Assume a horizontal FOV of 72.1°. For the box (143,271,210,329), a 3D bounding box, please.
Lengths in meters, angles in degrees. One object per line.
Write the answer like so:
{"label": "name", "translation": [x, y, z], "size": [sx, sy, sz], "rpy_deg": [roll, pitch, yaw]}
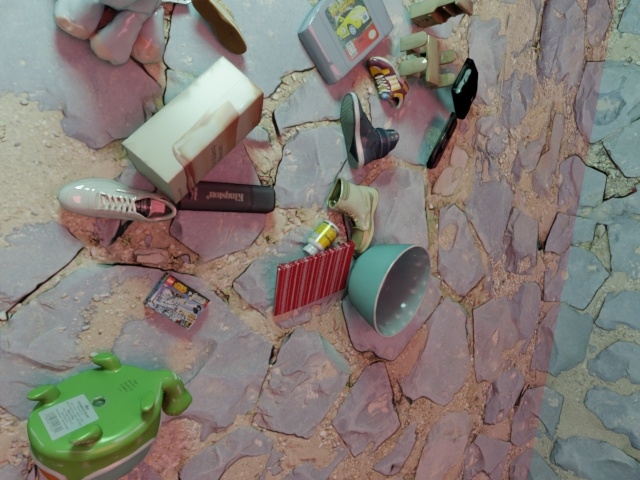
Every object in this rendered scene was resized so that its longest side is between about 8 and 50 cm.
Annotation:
{"label": "box", "translation": [-0.360, 0.154, 1.109], "size": [0.137, 0.027, 0.094], "rpy_deg": [44, 76, -35]}

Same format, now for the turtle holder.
{"label": "turtle holder", "translation": [-0.469, 0.400, 0.985], "size": [0.320, 0.243, 0.227], "rpy_deg": [-55, 157, -63]}

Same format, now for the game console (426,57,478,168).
{"label": "game console", "translation": [0.451, -0.421, 1.516], "size": [0.361, 0.044, 0.213], "rpy_deg": [-64, 157, 1]}

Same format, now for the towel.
{"label": "towel", "translation": [-0.019, 0.111, 1.311], "size": [0.275, 0.031, 0.198], "rpy_deg": [-18, 134, -32]}

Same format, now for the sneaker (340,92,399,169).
{"label": "sneaker", "translation": [0.152, -0.346, 1.326], "size": [0.163, 0.086, 0.226], "rpy_deg": [-22, 123, -19]}

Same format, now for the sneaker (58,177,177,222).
{"label": "sneaker", "translation": [-0.435, -0.084, 0.960], "size": [0.235, 0.095, 0.090], "rpy_deg": [3, 100, -35]}

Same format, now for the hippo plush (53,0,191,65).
{"label": "hippo plush", "translation": [-0.349, -0.473, 0.845], "size": [0.294, 0.237, 0.234], "rpy_deg": [-28, 115, -28]}

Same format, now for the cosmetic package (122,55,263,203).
{"label": "cosmetic package", "translation": [-0.273, -0.243, 0.985], "size": [0.129, 0.153, 0.296], "rpy_deg": [41, 74, -1]}

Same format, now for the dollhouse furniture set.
{"label": "dollhouse furniture set", "translation": [0.370, -0.612, 1.360], "size": [0.212, 0.161, 0.242], "rpy_deg": [-5, 96, -50]}

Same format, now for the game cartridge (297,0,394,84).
{"label": "game cartridge", "translation": [0.076, -0.610, 1.245], "size": [0.294, 0.060, 0.196], "rpy_deg": [-49, 120, -18]}

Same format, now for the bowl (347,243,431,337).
{"label": "bowl", "translation": [0.204, 0.137, 1.410], "size": [0.312, 0.163, 0.311], "rpy_deg": [-24, 124, -41]}

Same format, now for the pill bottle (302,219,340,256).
{"label": "pill bottle", "translation": [0.000, 0.000, 1.315], "size": [0.116, 0.065, 0.065], "rpy_deg": [-49, 124, -16]}

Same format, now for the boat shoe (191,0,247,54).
{"label": "boat shoe", "translation": [-0.228, -0.520, 1.035], "size": [0.170, 0.063, 0.059], "rpy_deg": [47, 43, -47]}

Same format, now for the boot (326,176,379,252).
{"label": "boot", "translation": [0.092, -0.076, 1.359], "size": [0.165, 0.077, 0.213], "rpy_deg": [12, 88, -38]}

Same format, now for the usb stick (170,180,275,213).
{"label": "usb stick", "translation": [-0.240, -0.110, 1.127], "size": [0.278, 0.045, 0.077], "rpy_deg": [0, 101, -36]}

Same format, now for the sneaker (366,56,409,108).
{"label": "sneaker", "translation": [0.203, -0.484, 1.353], "size": [0.185, 0.070, 0.083], "rpy_deg": [28, 77, -36]}
